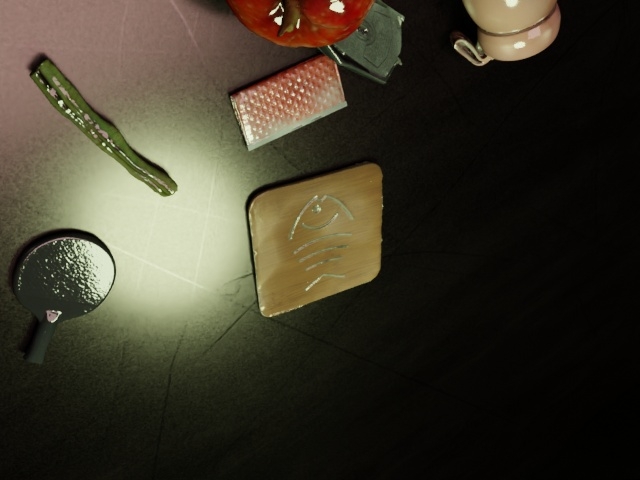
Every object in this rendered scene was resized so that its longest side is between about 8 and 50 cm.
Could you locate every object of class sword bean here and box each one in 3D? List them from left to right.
[{"bbox_3d":[-0.306,-0.150,0.827,0.043,0.038,0.269,-27,133,16],"label":"sword bean"}]

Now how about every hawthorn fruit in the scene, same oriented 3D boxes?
[{"bbox_3d":[-0.026,-0.381,0.721,0.258,0.258,0.262,-15,101,-25],"label":"hawthorn fruit"}]

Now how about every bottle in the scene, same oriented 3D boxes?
[{"bbox_3d":[0.299,-0.451,0.957,0.206,0.173,0.297,-17,134,16],"label":"bottle"}]

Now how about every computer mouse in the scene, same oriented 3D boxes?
[{"bbox_3d":[0.056,-0.337,0.925,0.231,0.071,0.126,6,99,-46],"label":"computer mouse"}]

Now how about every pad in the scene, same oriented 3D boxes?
[{"bbox_3d":[0.000,0.000,1.120,0.286,0.018,0.284,-18,126,-23],"label":"pad"}]

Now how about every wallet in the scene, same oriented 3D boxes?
[{"bbox_3d":[-0.050,-0.234,0.949,0.196,0.020,0.103,-29,130,-15],"label":"wallet"}]

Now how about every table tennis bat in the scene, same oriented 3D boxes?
[{"bbox_3d":[-0.419,0.094,0.907,0.150,0.027,0.237,17,106,-38],"label":"table tennis bat"}]
